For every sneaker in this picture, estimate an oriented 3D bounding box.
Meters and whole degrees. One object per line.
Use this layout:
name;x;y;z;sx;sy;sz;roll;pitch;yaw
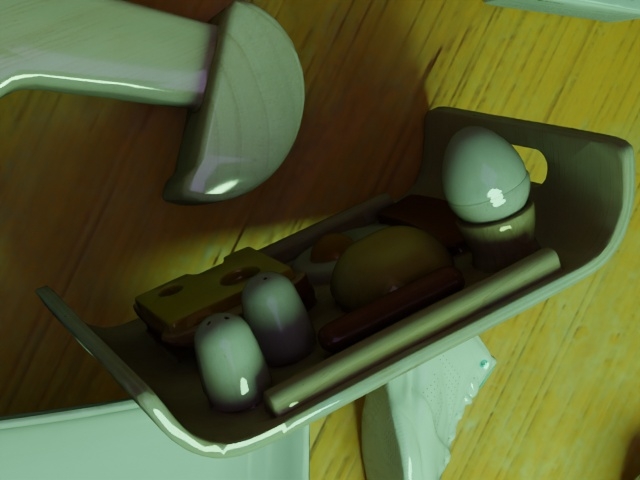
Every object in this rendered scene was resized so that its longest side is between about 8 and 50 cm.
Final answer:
sneaker;0.080;0.106;0.857;0.094;0.080;0.212;-5;96;-22

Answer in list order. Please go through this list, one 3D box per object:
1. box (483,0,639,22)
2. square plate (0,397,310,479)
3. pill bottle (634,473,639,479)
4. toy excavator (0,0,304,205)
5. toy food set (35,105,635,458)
box;0.174;-0.204;0.828;0.102;0.087;0.101;7;95;-12
square plate;-0.178;0.236;0.783;0.347;0.049;0.344;-6;119;-10
pill bottle;0.333;0.230;0.891;0.215;0.117;0.117;8;95;-11
toy excavator;-0.284;-0.059;0.713;0.433;0.222;0.445;39;80;-13
toy food set;0.000;0.000;0.721;0.306;0.220;0.092;-24;111;-20
